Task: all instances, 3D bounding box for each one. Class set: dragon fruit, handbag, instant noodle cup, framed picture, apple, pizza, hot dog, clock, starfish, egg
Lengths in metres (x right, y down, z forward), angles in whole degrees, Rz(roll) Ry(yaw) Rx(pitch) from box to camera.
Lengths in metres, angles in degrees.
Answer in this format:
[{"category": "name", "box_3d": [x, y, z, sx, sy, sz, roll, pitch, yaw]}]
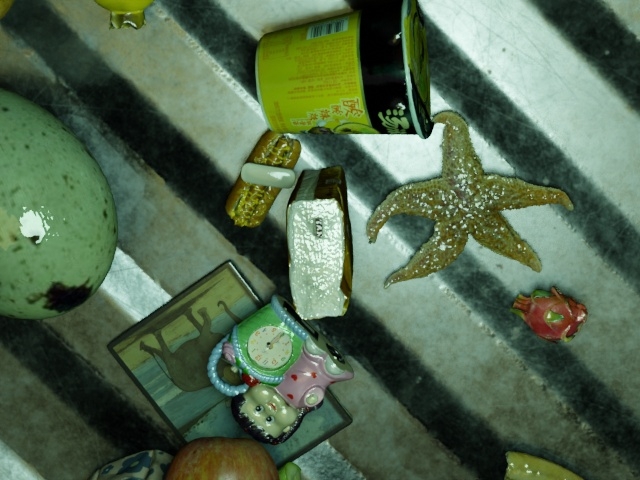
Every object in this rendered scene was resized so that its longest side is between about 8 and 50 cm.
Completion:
[{"category": "dragon fruit", "box_3d": [0.355, 0.113, 1.767, 0.116, 0.086, 0.081, 21, 74, 10]}, {"category": "handbag", "box_3d": [-0.294, 0.500, 1.854, 0.190, 0.193, 0.251, -18, 103, 4]}, {"category": "instant noodle cup", "box_3d": [0.036, -0.242, 1.645, 0.236, 0.215, 0.216, -4, 105, 12]}, {"category": "framed picture", "box_3d": [-0.148, 0.236, 1.868, 0.265, 0.016, 0.347, -34, 101, 11]}, {"category": "apple", "box_3d": [-0.154, 0.395, 1.774, 0.188, 0.188, 0.174, 1, 81, 3]}, {"category": "pizza", "box_3d": [0.410, 0.492, 1.868, 0.182, 0.074, 0.365, -36, 99, 3]}, {"category": "hot dog", "box_3d": [-0.092, -0.094, 1.761, 0.071, 0.045, 0.165, 29, 103, -6]}, {"category": "clock", "box_3d": [-0.076, 0.210, 1.801, 0.194, 0.100, 0.195, 44, 100, -4]}, {"category": "starfish", "box_3d": [0.231, -0.037, 1.750, 0.302, 0.060, 0.299, 14, 103, -1]}, {"category": "egg", "box_3d": [-0.466, -0.058, 1.669, 0.287, 0.287, 0.379, -42, 100, 13]}]

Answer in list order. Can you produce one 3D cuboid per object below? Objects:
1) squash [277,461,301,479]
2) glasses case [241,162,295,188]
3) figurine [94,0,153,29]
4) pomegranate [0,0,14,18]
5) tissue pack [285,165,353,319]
[{"category": "squash", "box_3d": [-0.109, 0.455, 1.894, 0.200, 0.090, 0.075, -37, 94, 18]}, {"category": "glasses case", "box_3d": [-0.079, -0.099, 1.724, 0.083, 0.021, 0.032, 8, 105, 0]}, {"category": "figurine", "box_3d": [-0.265, -0.430, 1.645, 0.185, 0.127, 0.234, -11, 91, 14]}, {"category": "pomegranate", "box_3d": [-0.558, -0.416, 1.614, 0.260, 0.260, 0.260, 1, 105, 3]}, {"category": "tissue pack", "box_3d": [0.000, 0.000, 1.686, 0.092, 0.226, 0.183, -6, 105, 3]}]
